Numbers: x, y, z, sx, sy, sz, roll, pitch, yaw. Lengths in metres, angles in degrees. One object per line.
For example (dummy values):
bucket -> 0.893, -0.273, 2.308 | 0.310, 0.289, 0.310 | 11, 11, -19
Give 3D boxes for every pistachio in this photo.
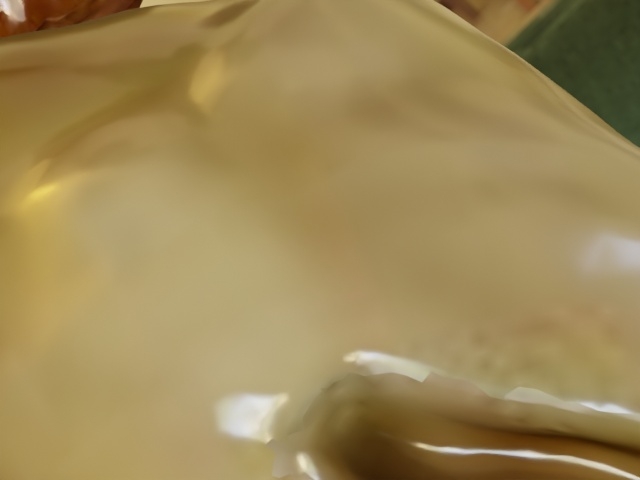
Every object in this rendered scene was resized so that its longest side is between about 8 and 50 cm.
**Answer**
pistachio -> 0.040, 0.111, 0.473 | 0.281, 0.445, 0.365 | -60, 13, -17

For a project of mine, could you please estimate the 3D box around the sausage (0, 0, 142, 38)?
sausage -> -0.133, -0.170, 0.746 | 0.113, 0.113, 0.259 | -40, 49, 33
